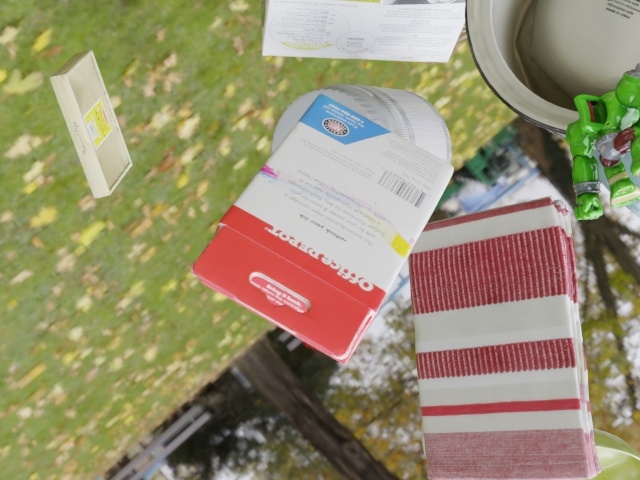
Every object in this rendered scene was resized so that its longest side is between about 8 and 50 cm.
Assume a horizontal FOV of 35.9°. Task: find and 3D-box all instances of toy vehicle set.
[{"bbox_3d":[-0.470,-0.242,2.044,0.035,0.266,0.166,-10,-155,12],"label":"toy vehicle set"}]

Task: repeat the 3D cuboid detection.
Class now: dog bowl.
[{"bbox_3d":[0.412,-0.307,1.342,0.408,0.408,0.150,-40,153,10],"label":"dog bowl"}]

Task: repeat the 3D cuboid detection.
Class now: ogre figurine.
[{"bbox_3d":[0.344,-0.117,1.126,0.097,0.118,0.197,-12,157,-11],"label":"ogre figurine"}]

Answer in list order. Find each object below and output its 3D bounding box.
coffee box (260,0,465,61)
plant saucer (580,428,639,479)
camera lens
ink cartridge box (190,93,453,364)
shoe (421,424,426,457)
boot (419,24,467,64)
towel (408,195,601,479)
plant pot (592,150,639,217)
[{"bbox_3d":[0.072,-0.526,1.636,0.338,0.337,0.334,0,156,-8],"label":"coffee box"},{"bbox_3d":[0.306,0.290,1.304,0.241,0.241,0.037,-39,-141,51],"label":"plant saucer"},{"bbox_3d":[0.075,-0.146,1.639,0.219,0.219,0.274,-40,164,28],"label":"camera lens"},{"bbox_3d":[0.000,0.000,0.782,0.231,0.134,0.078,-56,174,-41],"label":"ink cartridge box"},{"bbox_3d":[0.186,0.230,1.329,0.081,0.063,0.178,-23,-127,38],"label":"shoe"},{"bbox_3d":[0.254,-0.499,2.005,0.095,0.203,0.262,-3,165,-16],"label":"boot"},{"bbox_3d":[0.213,0.127,1.207,0.237,0.328,0.037,-12,168,42],"label":"towel"},{"bbox_3d":[0.638,-0.171,1.767,0.196,0.293,0.293,-52,175,34],"label":"plant pot"}]
